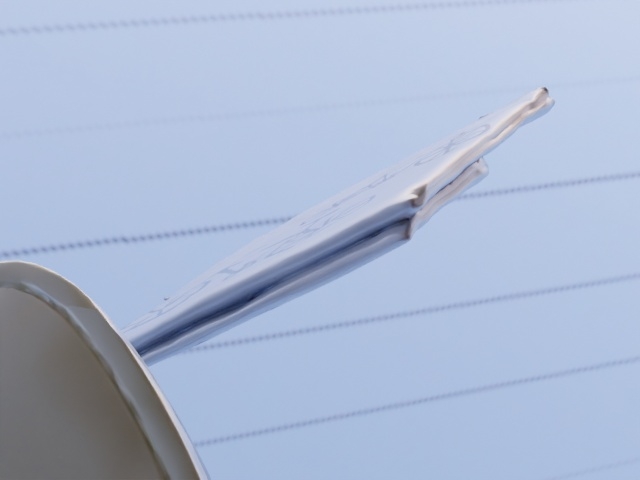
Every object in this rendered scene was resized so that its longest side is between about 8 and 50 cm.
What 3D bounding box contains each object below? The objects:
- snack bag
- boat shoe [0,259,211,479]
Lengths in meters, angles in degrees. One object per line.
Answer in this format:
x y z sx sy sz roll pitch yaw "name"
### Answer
0.000 0.000 1.255 0.037 0.323 0.342 60 -152 -4 "snack bag"
-0.049 0.158 0.493 0.116 0.099 0.319 -27 -110 7 "boat shoe"
